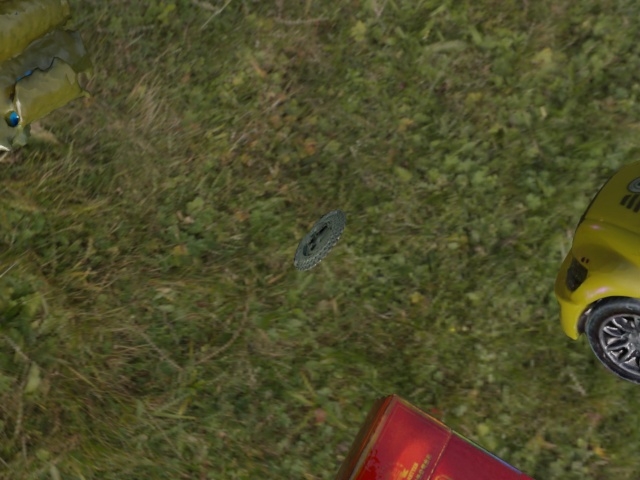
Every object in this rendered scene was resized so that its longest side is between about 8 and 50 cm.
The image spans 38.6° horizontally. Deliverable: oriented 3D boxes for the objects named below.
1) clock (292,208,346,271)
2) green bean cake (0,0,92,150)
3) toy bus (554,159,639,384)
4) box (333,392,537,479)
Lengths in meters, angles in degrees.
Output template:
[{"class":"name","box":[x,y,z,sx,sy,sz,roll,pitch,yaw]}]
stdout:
[{"class":"clock","box":[0.000,0.000,0.910,0.010,0.083,0.074,39,92,-19]},{"class":"green bean cake","box":[-0.351,-0.116,0.790,0.202,0.310,0.285,-52,130,-49]},{"class":"toy bus","box":[0.277,-0.008,0.425,0.145,0.331,0.151,-45,129,-37]},{"class":"box","box":[0.170,0.364,1.187,0.313,0.089,0.197,31,71,-4]}]
